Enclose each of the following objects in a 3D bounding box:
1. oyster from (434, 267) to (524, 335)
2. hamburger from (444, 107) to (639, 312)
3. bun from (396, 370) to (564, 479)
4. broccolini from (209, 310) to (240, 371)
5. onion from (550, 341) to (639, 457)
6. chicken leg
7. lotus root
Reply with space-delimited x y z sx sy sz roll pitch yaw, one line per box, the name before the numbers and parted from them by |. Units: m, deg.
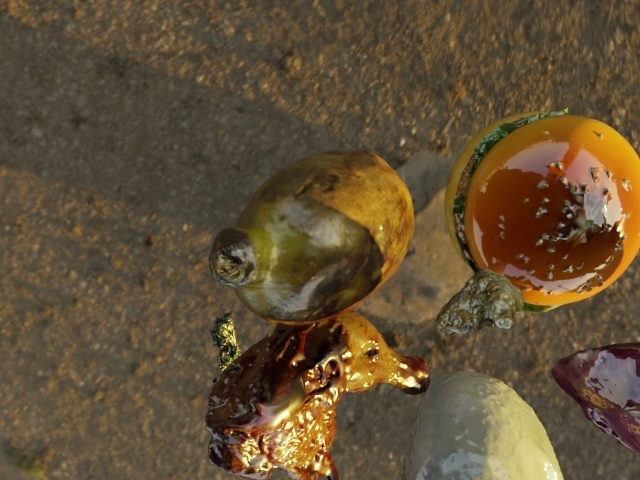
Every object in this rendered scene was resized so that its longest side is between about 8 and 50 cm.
oyster | 0.112 0.050 0.648 0.083 0.080 0.038 -26 104 29
hamburger | 0.270 -0.031 0.992 0.246 0.170 0.246 -2 102 -11
bun | 0.193 0.342 1.095 0.211 0.362 0.361 11 121 11
broccolini | -0.143 0.265 1.527 0.062 0.123 0.271 -10 101 14
onion | 0.305 0.151 0.666 0.248 0.250 0.111 -3 73 29
chicken leg | 0.007 0.162 0.925 0.083 0.322 0.177 -16 104 43
lotus root | 0.000 0.000 0.854 0.141 0.314 0.169 34 121 20
